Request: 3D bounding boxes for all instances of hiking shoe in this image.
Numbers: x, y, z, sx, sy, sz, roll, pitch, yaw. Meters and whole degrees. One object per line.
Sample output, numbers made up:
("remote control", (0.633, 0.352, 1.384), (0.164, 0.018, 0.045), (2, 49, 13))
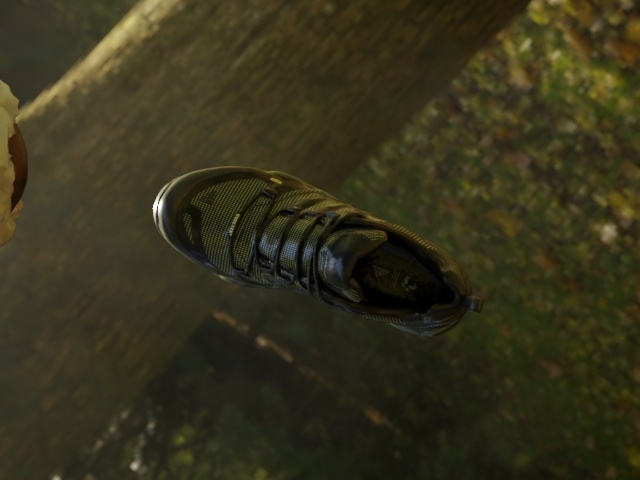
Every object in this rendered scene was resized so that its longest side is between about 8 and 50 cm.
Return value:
("hiking shoe", (0.000, 0.000, 0.966), (0.227, 0.086, 0.114), (17, 173, -3))

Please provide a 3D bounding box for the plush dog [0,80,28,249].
("plush dog", (-0.272, -0.080, 0.601), (0.225, 0.211, 0.262), (-3, 113, 58))
